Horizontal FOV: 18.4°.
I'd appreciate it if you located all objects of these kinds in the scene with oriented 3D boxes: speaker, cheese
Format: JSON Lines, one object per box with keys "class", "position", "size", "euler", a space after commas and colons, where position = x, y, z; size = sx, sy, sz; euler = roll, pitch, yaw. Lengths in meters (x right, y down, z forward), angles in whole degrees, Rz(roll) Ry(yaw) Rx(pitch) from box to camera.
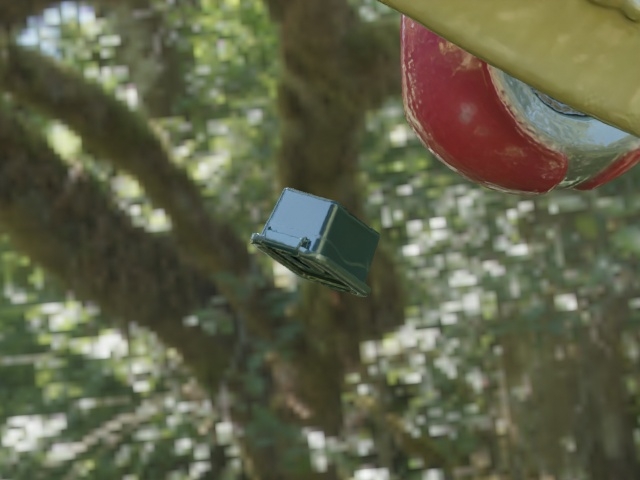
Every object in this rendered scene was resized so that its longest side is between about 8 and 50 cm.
{"class": "speaker", "position": [0.220, -0.188, 1.915], "size": [0.294, 0.294, 0.294], "euler": [-6, -11, -1]}
{"class": "cheese", "position": [0.144, -0.194, 1.550], "size": [0.384, 0.104, 0.384], "euler": [29, 8, -5]}

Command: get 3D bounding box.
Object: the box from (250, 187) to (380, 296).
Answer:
{"class": "box", "position": [0.000, 0.000, 1.562], "size": [0.074, 0.054, 0.099], "euler": [14, -13, 34]}
